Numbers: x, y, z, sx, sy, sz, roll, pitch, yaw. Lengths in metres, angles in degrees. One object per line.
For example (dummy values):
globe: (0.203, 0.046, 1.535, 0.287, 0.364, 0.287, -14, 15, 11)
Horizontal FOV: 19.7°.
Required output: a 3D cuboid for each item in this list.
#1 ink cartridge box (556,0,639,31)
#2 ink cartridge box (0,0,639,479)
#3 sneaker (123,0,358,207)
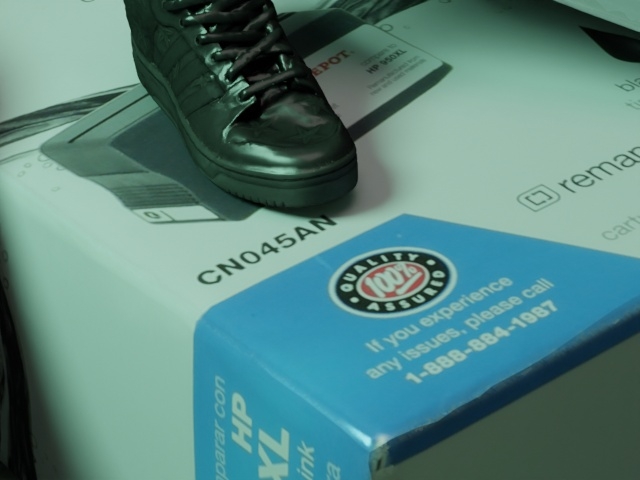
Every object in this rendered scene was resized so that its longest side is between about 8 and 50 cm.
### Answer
ink cartridge box: (0.146, -0.158, 0.852, 0.308, 0.091, 0.385, 20, 16, 4)
ink cartridge box: (0.000, 0.000, 0.782, 0.285, 0.166, 0.395, -25, 39, -32)
sneaker: (-0.041, -0.085, 0.679, 0.051, 0.089, 0.170, -18, 36, -23)
